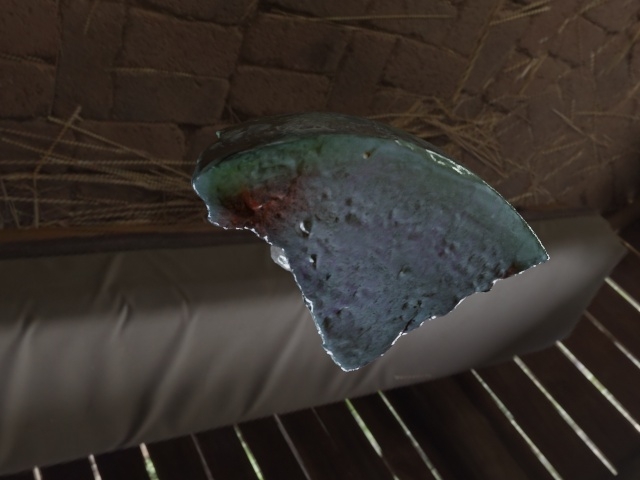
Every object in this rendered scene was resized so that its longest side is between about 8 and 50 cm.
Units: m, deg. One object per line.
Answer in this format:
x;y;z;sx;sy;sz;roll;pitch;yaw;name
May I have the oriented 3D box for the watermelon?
0.000;0.000;0.628;0.320;0.289;0.214;8;90;-33;watermelon
